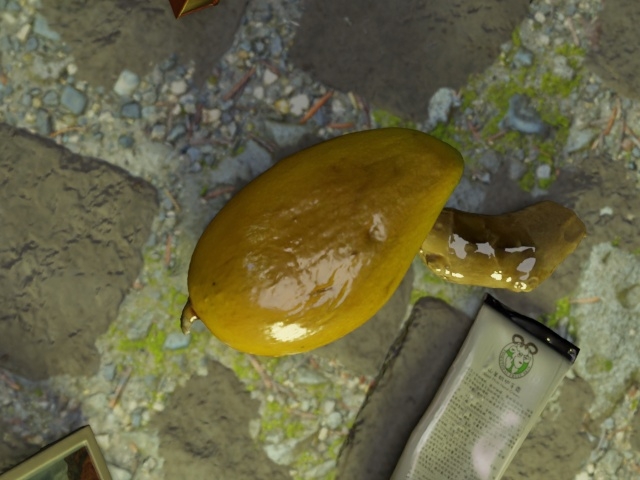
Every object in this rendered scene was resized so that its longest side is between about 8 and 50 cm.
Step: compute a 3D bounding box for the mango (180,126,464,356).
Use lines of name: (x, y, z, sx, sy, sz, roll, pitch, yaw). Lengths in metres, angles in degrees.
mango: (0.000, 0.000, 1.234, 0.317, 0.119, 0.176, -39, 78, -4)

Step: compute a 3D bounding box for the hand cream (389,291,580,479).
hand cream: (0.139, 0.220, 1.304, 0.121, 0.076, 0.336, 35, 78, -15)

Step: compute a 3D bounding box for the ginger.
ginger: (0.180, 0.004, 1.300, 0.190, 0.069, 0.095, 3, 88, -11)

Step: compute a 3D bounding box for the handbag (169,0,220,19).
handbag: (-0.127, -0.283, 1.177, 0.063, 0.190, 0.127, -21, 95, -11)

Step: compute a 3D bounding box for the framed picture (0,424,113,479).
framed picture: (-0.262, 0.297, 1.163, 0.250, 0.016, 0.184, -25, 95, -53)
